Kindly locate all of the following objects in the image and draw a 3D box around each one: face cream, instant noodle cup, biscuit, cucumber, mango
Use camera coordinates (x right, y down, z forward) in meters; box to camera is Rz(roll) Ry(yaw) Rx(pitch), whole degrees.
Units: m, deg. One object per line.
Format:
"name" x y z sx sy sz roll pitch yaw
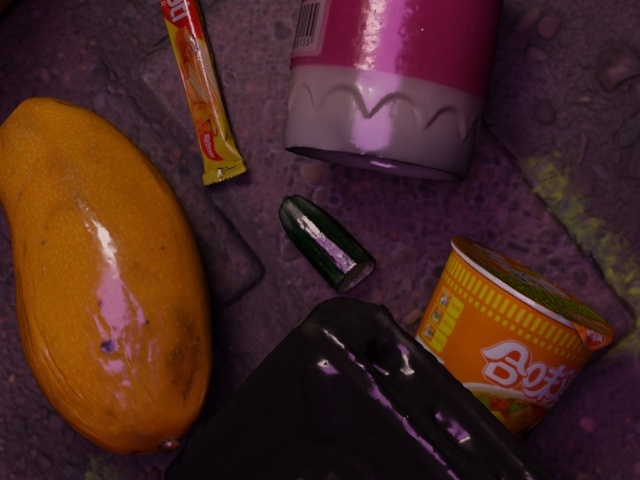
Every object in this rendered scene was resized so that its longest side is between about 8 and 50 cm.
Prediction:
"face cream" 0.063 -0.160 1.074 0.175 0.175 0.195 11 91 10
"instant noodle cup" 0.140 0.116 1.067 0.168 0.168 0.185 31 102 10
"biscuit" -0.128 -0.197 1.186 0.048 0.026 0.292 -19 84 28
"cucumber" 0.000 0.000 1.144 0.048 0.048 0.105 -46 79 6
"mango" -0.201 0.026 1.130 0.187 0.144 0.359 -21 79 20

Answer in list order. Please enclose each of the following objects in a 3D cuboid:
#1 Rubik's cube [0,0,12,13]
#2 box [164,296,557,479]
"Rubik's cube" -0.502 -0.294 1.071 0.346 0.347 0.344 39 83 8
"box" 0.048 0.255 1.025 0.359 0.091 0.350 46 133 8
